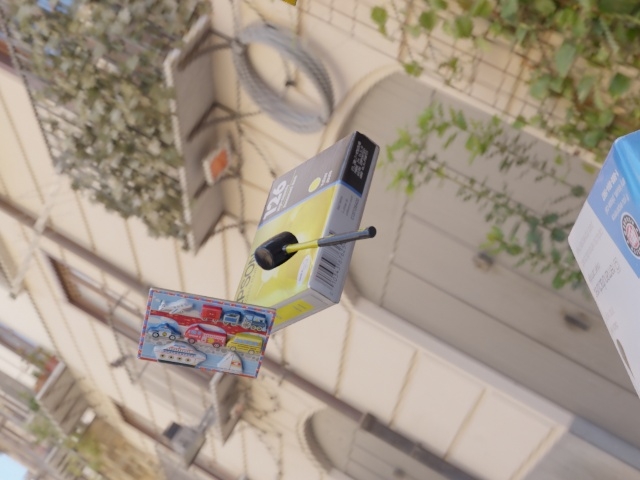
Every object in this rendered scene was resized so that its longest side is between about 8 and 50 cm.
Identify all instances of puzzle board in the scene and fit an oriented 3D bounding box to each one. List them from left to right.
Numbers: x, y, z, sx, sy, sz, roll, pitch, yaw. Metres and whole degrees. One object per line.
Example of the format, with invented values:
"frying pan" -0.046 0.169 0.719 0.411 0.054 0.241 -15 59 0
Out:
"puzzle board" -0.117 0.097 0.965 0.011 0.128 0.096 -92 16 -55

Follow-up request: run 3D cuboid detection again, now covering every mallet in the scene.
"mallet" 0.000 0.000 1.241 0.062 0.190 0.039 -38 -70 -53

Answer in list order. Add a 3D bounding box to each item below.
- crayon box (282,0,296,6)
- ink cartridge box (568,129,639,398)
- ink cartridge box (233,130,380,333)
"crayon box" -0.165 -0.434 1.107 0.363 0.313 0.106 -98 32 -55
"ink cartridge box" 0.367 0.109 0.760 0.166 0.395 0.285 -21 -17 1
"ink cartridge box" -0.053 0.007 1.492 0.307 0.072 0.303 -26 39 44
